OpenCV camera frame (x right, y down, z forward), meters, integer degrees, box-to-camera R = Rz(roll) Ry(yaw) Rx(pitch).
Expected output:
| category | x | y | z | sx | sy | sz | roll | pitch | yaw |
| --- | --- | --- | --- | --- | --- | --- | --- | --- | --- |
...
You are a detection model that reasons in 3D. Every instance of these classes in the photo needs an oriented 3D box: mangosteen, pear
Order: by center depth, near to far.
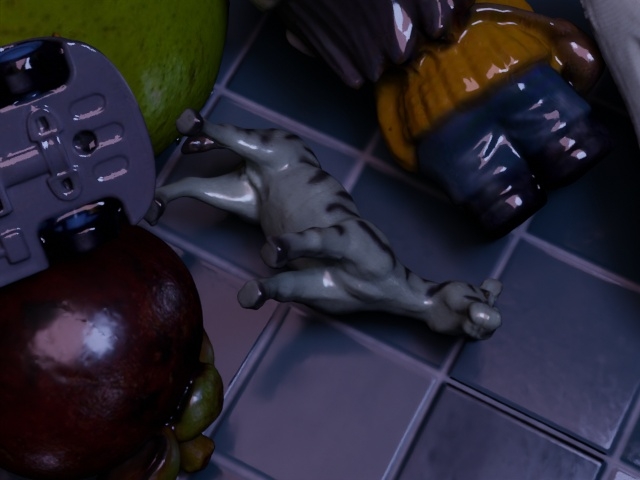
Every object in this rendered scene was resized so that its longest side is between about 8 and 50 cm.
| category | x | y | z | sx | sy | sz | roll | pitch | yaw |
| --- | --- | --- | --- | --- | --- | --- | --- | --- | --- |
| mangosteen | -0.141 | 0.083 | 0.885 | 0.200 | 0.200 | 0.200 | 0 | 68 | -1 |
| pear | -0.197 | -0.136 | 0.924 | 0.288 | 0.239 | 0.139 | -8 | 59 | -6 |

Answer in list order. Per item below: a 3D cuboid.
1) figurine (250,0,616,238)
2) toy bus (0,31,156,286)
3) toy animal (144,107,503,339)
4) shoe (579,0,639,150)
| category | x | y | z | sx | sy | sz | roll | pitch | yaw |
| --- | --- | --- | --- | --- | --- | --- | --- | --- | --- |
| figurine | 0.062 | -0.166 | 0.960 | 0.185 | 0.204 | 0.332 | -38 | 67 | 15 |
| toy bus | -0.211 | -0.045 | 0.819 | 0.209 | 0.136 | 0.126 | -22 | 111 | -10 |
| toy animal | -0.005 | 0.005 | 0.925 | 0.255 | 0.170 | 0.090 | 41 | 114 | 10 |
| shoe | 0.293 | -0.091 | 0.923 | 0.159 | 0.124 | 0.316 | -26 | 85 | 31 |
